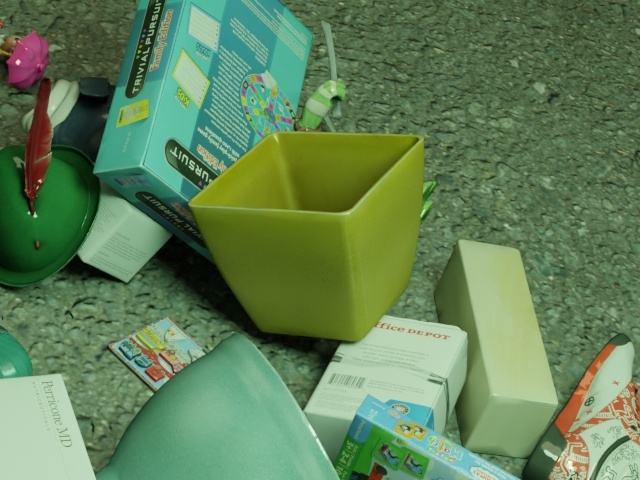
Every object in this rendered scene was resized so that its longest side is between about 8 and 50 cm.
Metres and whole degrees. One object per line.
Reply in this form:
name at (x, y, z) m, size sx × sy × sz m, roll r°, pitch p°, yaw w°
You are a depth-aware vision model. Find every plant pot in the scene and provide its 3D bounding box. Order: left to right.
plant pot at (-0.101, 0.264, 1.480) m, size 0.196 × 0.293 × 0.293 m, roll -27°, pitch 55°, yaw -14°
plant pot at (0.000, 0.000, 1.803) m, size 0.212 × 0.187 × 0.212 m, roll 4°, pitch 29°, yaw 29°

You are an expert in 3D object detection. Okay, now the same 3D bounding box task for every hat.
hat at (-0.363, -0.073, 1.737) m, size 0.173 × 0.183 × 0.208 m, roll 19°, pitch 78°, yaw 31°

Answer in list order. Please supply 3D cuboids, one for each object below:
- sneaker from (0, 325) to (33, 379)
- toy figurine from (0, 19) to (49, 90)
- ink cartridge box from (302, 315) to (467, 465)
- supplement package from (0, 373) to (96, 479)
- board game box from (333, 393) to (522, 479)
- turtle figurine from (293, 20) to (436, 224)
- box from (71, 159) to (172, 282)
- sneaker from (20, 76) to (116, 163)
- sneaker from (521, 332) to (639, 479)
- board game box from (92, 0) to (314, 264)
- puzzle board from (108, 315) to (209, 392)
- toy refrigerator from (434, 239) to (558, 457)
sneaker at (-0.441, 0.067, 1.656) m, size 0.302 × 0.121 × 0.108 m, roll 28°, pitch 40°, yaw 9°
toy figurine at (-0.447, -0.266, 2.078) m, size 0.159 × 0.130 × 0.173 m, roll 23°, pitch 12°, yaw -18°
ink cartridge box at (0.078, 0.176, 1.753) m, size 0.139 × 0.082 × 0.191 m, roll 8°, pitch 34°, yaw 19°
supplement package at (-0.374, 0.253, 1.426) m, size 0.293 × 0.175 × 0.177 m, roll -3°, pitch 43°, yaw -26°
board game box at (0.114, 0.275, 1.622) m, size 0.211 × 0.160 × 0.039 m, roll 28°, pitch 40°, yaw 10°
turtle figurine at (0.044, -0.134, 2.041) m, size 0.266 × 0.198 × 0.274 m, roll 34°, pitch 44°, yaw 11°
box at (-0.254, -0.022, 1.835) m, size 0.102 × 0.087 × 0.101 m, roll 49°, pitch 8°, yaw 30°
sneaker at (-0.251, -0.173, 2.014) m, size 0.236 × 0.130 × 0.323 m, roll 17°, pitch 25°, yaw 15°
sneaker at (0.357, 0.232, 1.835) m, size 0.145 × 0.090 × 0.270 m, roll 32°, pitch 44°, yaw 12°
board game box at (-0.134, -0.173, 1.867) m, size 0.079 × 0.254 × 0.336 m, roll -6°, pitch 60°, yaw 33°
puzzle board at (-0.169, 0.143, 1.773) m, size 0.128 × 0.011 × 0.096 m, roll 40°, pitch 43°, yaw 22°
toy refrigerator at (0.215, 0.130, 1.881) m, size 0.094 × 0.102 × 0.269 m, roll 9°, pitch 40°, yaw -13°
